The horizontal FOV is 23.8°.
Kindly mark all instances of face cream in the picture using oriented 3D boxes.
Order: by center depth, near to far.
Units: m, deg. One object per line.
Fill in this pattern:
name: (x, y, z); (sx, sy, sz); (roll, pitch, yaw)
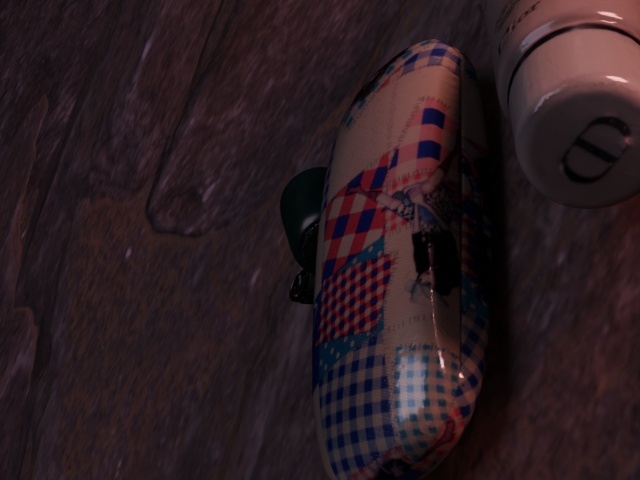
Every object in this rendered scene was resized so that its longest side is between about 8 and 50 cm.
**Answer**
face cream: (0.148, -0.131, 0.895); (0.143, 0.089, 0.314); (-50, 17, 28)

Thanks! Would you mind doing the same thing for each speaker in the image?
speaker: (0.005, 0.002, 1.087); (0.075, 0.060, 0.094); (-107, 12, -56)

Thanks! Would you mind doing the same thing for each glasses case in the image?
glasses case: (0.050, 0.008, 0.947); (0.125, 0.076, 0.327); (-43, 31, 42)
